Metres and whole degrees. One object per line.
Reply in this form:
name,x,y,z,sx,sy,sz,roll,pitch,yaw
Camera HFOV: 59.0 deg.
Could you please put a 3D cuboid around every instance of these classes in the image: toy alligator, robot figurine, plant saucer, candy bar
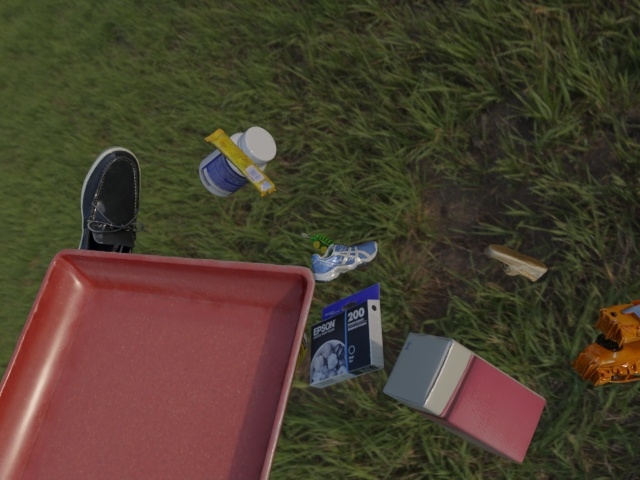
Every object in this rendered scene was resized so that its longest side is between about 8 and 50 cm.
toy alligator,0.000,0.000,2.098,0.189,0.056,0.051,35,118,32
robot figurine,0.616,0.183,1.034,0.085,0.290,0.211,-113,25,-51
plant saucer,-0.135,0.138,0.404,0.258,0.048,0.259,3,68,28
candy bar,-0.146,-0.143,1.040,0.161,0.040,0.018,46,149,6

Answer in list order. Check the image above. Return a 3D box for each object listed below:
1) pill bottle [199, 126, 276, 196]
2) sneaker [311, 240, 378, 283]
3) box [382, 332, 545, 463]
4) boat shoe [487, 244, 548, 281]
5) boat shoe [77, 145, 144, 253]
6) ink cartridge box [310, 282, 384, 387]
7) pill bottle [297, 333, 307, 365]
pill bottle,-0.191,-0.185,1.320,0.186,0.111,0.112,-26,57,44
sneaker,0.070,0.043,1.556,0.080,0.211,0.081,-2,111,63
box,0.257,0.280,1.023,0.127,0.232,0.148,-62,17,-15
boat shoe,0.480,0.061,1.401,0.063,0.169,0.059,-99,33,-62
boat shoe,-0.629,-0.031,1.698,0.155,0.186,0.501,16,93,43
ink cartridge box,0.056,0.217,1.313,0.206,0.045,0.209,-31,46,41
pill bottle,-0.161,0.449,2.280,0.187,0.334,0.188,2,99,12
